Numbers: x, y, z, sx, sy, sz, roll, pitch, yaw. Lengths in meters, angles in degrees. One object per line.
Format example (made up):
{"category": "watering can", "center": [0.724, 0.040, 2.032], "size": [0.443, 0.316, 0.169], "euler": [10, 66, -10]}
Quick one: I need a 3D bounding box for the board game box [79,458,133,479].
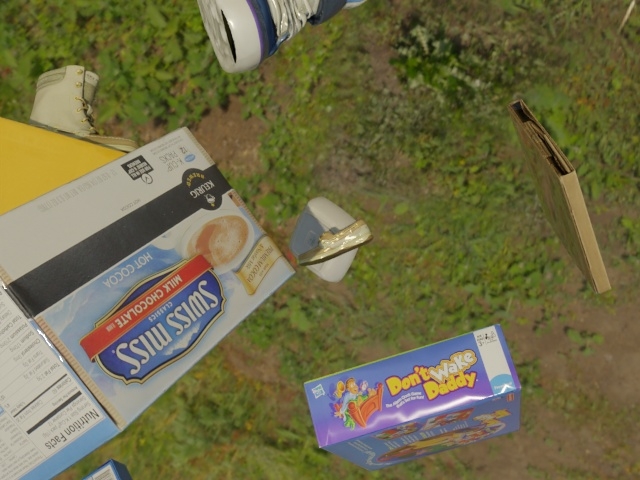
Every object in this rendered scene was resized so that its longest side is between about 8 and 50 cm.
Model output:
{"category": "board game box", "center": [-0.278, 0.367, 0.889], "size": [0.160, 0.210, 0.047], "euler": [56, 175, 27]}

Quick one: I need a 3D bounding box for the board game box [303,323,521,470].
{"category": "board game box", "center": [0.136, 0.218, 1.053], "size": [0.233, 0.078, 0.347], "euler": [-18, 157, 6]}

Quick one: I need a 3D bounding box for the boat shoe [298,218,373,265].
{"category": "boat shoe", "center": [0.021, 0.004, 1.388], "size": [0.135, 0.045, 0.050], "euler": [-22, 170, 1]}

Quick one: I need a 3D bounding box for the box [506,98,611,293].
{"category": "box", "center": [0.286, -0.053, 0.978], "size": [0.021, 0.164, 0.201], "euler": [-26, 129, 8]}

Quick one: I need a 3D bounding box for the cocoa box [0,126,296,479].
{"category": "cocoa box", "center": [-0.237, 0.069, 0.898], "size": [0.231, 0.347, 0.228], "euler": [-36, 93, 35]}

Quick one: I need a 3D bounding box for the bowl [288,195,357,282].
{"category": "bowl", "center": [0.000, 0.000, 1.579], "size": [0.142, 0.053, 0.142], "euler": [39, 119, 29]}

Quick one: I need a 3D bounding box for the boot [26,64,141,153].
{"category": "boot", "center": [-0.362, -0.189, 1.253], "size": [0.213, 0.165, 0.077], "euler": [3, 155, 15]}

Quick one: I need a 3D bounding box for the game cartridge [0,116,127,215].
{"category": "game cartridge", "center": [-0.422, 0.004, 1.080], "size": [0.285, 0.324, 0.052], "euler": [16, 168, -20]}

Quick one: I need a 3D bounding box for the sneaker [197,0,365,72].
{"category": "sneaker", "center": [-0.030, -0.311, 0.982], "size": [0.236, 0.323, 0.130], "euler": [-17, 118, -7]}
